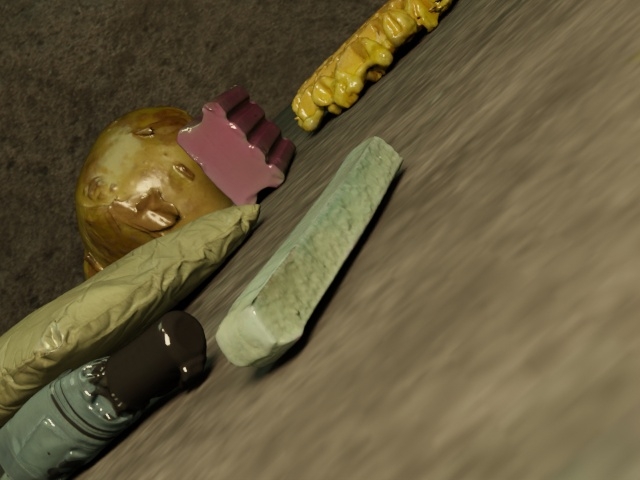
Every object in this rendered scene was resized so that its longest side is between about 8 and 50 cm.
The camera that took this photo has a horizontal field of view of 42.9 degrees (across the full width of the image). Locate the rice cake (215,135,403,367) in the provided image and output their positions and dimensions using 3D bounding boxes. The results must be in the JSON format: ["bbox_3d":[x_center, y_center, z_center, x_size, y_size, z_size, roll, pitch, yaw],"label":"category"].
[{"bbox_3d":[0.000,0.000,0.407,0.042,0.030,0.180,-38,11,38],"label":"rice cake"}]

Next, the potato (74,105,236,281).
[{"bbox_3d":[-0.242,-0.059,1.120,0.300,0.196,0.246,-36,11,44],"label":"potato"}]

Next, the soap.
[{"bbox_3d":[-0.095,-0.116,0.976,0.065,0.122,0.203,-41,10,13],"label":"soap"}]

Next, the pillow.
[{"bbox_3d":[-0.211,0.075,0.741,0.281,0.076,0.274,-35,4,40],"label":"pillow"}]

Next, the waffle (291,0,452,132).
[{"bbox_3d":[0.074,-0.265,1.101,0.329,0.062,0.329,-41,10,9],"label":"waffle"}]

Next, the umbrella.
[{"bbox_3d":[-0.156,0.112,0.487,0.250,0.053,0.052,-38,9,30],"label":"umbrella"}]
